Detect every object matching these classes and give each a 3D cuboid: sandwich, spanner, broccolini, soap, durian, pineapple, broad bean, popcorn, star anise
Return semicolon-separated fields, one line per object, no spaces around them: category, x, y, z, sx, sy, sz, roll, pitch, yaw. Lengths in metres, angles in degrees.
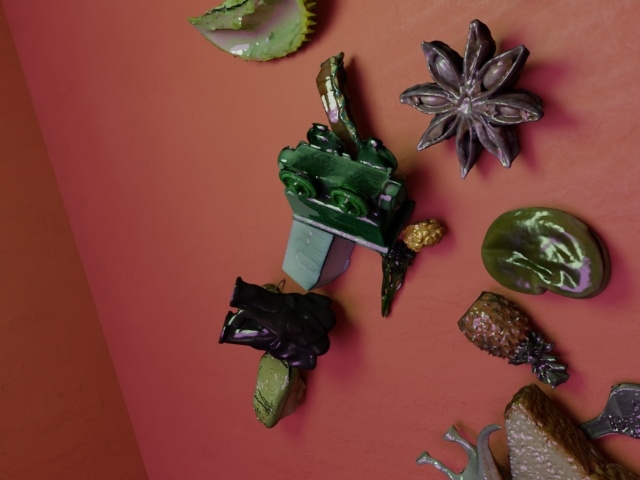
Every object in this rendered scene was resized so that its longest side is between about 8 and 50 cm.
sandwich;0.397;0.423;0.822;0.288;0.099;0.254;44;133;17
spanner;0.448;0.337;0.823;0.093;0.026;0.325;52;133;16
broccolini;0.158;0.084;1.025;0.074;0.058;0.201;48;148;42
soap;0.000;0.000;1.107;0.145;0.091;0.230;36;126;31
durian;-0.137;-0.483;1.026;0.351;0.169;0.158;1;103;43
pineapple;0.342;0.180;0.827;0.197;0.108;0.108;42;129;19
broad bean;0.361;0.021;0.774;0.206;0.072;0.153;27;108;38
popcorn;0.202;-0.012;0.917;0.082;0.083;0.057;134;119;-76
star anise;0.257;-0.232;0.772;0.223;0.109;0.236;42;142;20

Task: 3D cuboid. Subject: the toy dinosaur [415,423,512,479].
toy dinosaur;0.307;0.455;0.934;0.205;0.092;0.393;35;133;30

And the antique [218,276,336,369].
antique;-0.106;0.197;1.151;0.322;0.255;0.185;133;154;-78

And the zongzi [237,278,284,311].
zongzi;-0.189;0.159;1.362;0.178;0.081;0.189;38;121;42

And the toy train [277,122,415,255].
toy train;0.045;-0.104;0.913;0.266;0.145;0.202;22;158;26

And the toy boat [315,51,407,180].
toy boat;0.069;-0.234;0.962;0.099;0.108;0.293;-26;90;14

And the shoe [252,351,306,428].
shoe;-0.119;0.402;1.327;0.140;0.128;0.262;28;112;27
